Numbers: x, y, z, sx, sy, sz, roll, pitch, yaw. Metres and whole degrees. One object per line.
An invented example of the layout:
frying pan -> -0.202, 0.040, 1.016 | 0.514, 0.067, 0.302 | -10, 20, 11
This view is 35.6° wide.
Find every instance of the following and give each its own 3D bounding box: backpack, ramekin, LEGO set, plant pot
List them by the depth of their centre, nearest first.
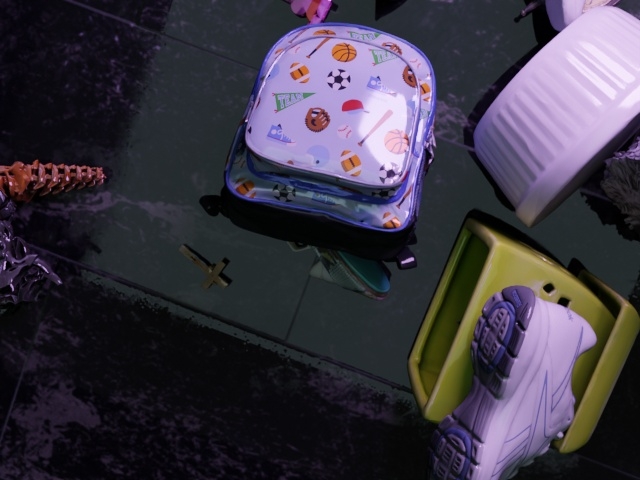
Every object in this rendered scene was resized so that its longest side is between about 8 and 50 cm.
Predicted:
ramekin -> 0.298, -0.153, 1.168 | 0.273, 0.273, 0.127 | -45, 79, 9
backpack -> 0.018, -0.134, 1.204 | 0.276, 0.213, 0.264 | 15, 62, -2
plant pot -> 0.247, 0.120, 1.222 | 0.207, 0.228, 0.227 | 20, 99, -4
LEGO set -> 0.002, -0.388, 1.251 | 0.093, 0.087, 0.227 | 28, 97, 2

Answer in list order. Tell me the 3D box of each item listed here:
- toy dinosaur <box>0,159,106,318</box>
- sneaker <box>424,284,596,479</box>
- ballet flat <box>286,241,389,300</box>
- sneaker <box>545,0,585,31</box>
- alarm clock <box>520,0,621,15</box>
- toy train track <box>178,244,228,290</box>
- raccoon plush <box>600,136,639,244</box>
toy dinosaur -> -0.449, -0.022, 1.313 | 0.321, 0.164, 0.218 | -27, 78, 15
sneaker -> 0.207, 0.200, 1.075 | 0.129, 0.111, 0.297 | 16, 105, -21
ballet flat -> 0.000, 0.000, 1.310 | 0.079, 0.077, 0.221 | -39, 87, 27
sneaker -> 0.318, -0.352, 1.172 | 0.094, 0.080, 0.212 | 2, 95, -6
alarm clock -> 0.327, -0.357, 1.233 | 0.129, 0.064, 0.192 | 18, 100, 4
toy train track -> -0.157, 0.035, 1.353 | 0.083, 0.014, 0.048 | 40, 106, 6
raccoon plush -> 0.502, -0.137, 1.058 | 0.216, 0.446, 0.299 | 42, 74, 6
